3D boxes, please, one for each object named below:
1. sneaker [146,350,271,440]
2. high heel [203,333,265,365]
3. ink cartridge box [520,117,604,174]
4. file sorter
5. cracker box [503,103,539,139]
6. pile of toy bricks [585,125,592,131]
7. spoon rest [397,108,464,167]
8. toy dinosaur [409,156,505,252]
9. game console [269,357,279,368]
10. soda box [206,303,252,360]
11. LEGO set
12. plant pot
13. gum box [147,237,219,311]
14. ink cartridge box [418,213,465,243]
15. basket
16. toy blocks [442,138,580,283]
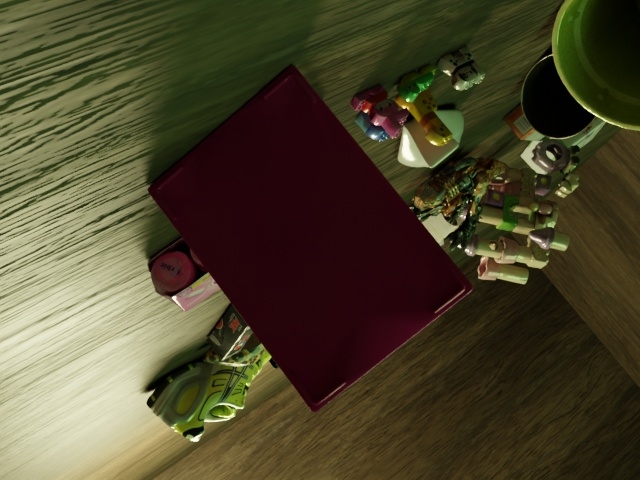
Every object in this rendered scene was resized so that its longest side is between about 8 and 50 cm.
[{"bbox_3d":[-0.219,0.330,1.820,0.384,0.147,0.145,-29,164,-46],"label":"sneaker"},{"bbox_3d":[-0.132,0.169,1.710,0.261,0.093,0.186,-15,135,-32],"label":"high heel"},{"bbox_3d":[0.697,-0.295,2.262,0.212,0.093,0.154,-37,168,-13],"label":"ink cartridge box"},{"bbox_3d":[0.000,0.000,0.883,0.202,0.291,0.182,-39,171,7],"label":"file sorter"},{"bbox_3d":[0.517,-0.298,1.789,0.155,0.067,0.232,-42,168,24],"label":"cracker box"},{"bbox_3d":[0.641,-0.321,1.969,0.212,0.105,0.118,-45,166,33],"label":"pile of toy bricks"},{"bbox_3d":[0.181,-0.172,1.310,0.137,0.084,0.276,-39,-179,10],"label":"spoon rest"},{"bbox_3d":[0.320,-0.105,1.782,0.321,0.164,0.218,-8,138,-25],"label":"toy dinosaur"},{"bbox_3d":[-0.179,0.325,2.050,0.361,0.044,0.213,-32,-174,-9],"label":"game console"},{"bbox_3d":[-0.170,0.175,1.590,0.053,0.060,0.169,-29,165,-39],"label":"soda box"},{"bbox_3d":[0.140,-0.175,1.090,0.227,0.093,0.087,-30,166,-32],"label":"LEGO set"},{"bbox_3d":[0.563,-0.362,1.305,0.254,0.276,0.276,-44,174,-36],"label":"plant pot"},{"bbox_3d":[-0.140,0.017,1.072,0.188,0.062,0.107,-36,168,-9],"label":"gum box"},{"bbox_3d":[0.311,-0.045,2.086,0.143,0.090,0.092,-44,166,30],"label":"ink cartridge box"},{"bbox_3d":[0.527,-0.324,1.541,0.227,0.154,0.204,-35,169,-31],"label":"basket"},{"bbox_3d":[0.444,-0.082,1.958,0.309,0.260,0.289,118,-17,-65],"label":"toy blocks"}]
